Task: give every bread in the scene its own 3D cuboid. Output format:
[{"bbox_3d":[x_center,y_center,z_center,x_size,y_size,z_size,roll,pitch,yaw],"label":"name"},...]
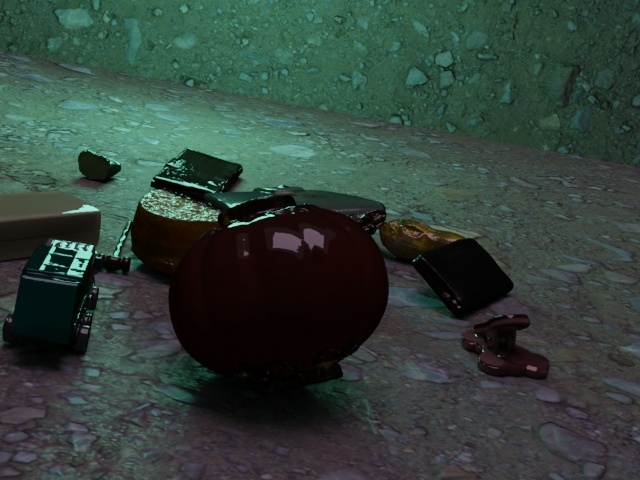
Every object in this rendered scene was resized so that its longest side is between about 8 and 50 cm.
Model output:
[{"bbox_3d":[-0.255,-0.003,1.650,0.260,0.129,0.134,20,26,32],"label":"bread"}]

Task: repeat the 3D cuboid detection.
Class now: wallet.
[{"bbox_3d":[0.276,0.065,1.795,0.149,0.044,0.250,50,32,18],"label":"wallet"},{"bbox_3d":[-0.296,-0.158,2.280,0.169,0.044,0.317,15,18,1],"label":"wallet"},{"bbox_3d":[-0.065,-0.069,2.014,0.360,0.083,0.252,-3,14,-25],"label":"wallet"}]

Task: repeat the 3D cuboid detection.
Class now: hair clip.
[{"bbox_3d":[0.297,0.181,1.541,0.123,0.102,0.138,5,-15,-22],"label":"hair clip"}]

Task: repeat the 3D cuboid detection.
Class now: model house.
[{"bbox_3d":[-0.515,-0.179,2.176,0.078,0.066,0.083,15,16,9],"label":"model house"}]

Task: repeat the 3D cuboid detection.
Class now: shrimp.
[{"bbox_3d":[0.000,-0.001,1.767,0.267,0.061,0.145,-25,13,-2],"label":"shrimp"}]

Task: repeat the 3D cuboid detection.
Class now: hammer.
[{"bbox_3d":[-0.370,0.003,1.741,0.058,0.029,0.292,10,15,-8],"label":"hammer"}]

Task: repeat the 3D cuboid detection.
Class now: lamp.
[{"bbox_3d":[-0.054,0.074,1.267,0.303,0.257,0.303,-14,-10,-3],"label":"lamp"}]

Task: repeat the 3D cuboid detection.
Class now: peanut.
[{"bbox_3d":[0.222,0.010,1.966,0.206,0.087,0.087,17,18,13],"label":"peanut"}]

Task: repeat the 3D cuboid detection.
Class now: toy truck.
[{"bbox_3d":[-0.375,0.077,1.329,0.114,0.124,0.253,10,18,-9],"label":"toy truck"}]

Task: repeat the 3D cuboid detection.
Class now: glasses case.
[{"bbox_3d":[-0.557,-0.024,1.621,0.144,0.076,0.336,25,22,39],"label":"glasses case"}]
